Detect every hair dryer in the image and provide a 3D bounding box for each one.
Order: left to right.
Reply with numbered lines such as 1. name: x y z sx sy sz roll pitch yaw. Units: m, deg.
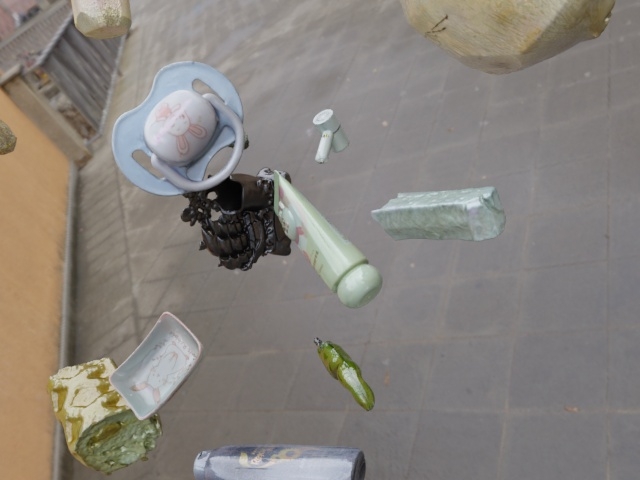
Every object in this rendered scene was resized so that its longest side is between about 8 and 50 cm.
1. hair dryer: 0.016 -0.192 1.253 0.047 0.082 0.137 -15 39 26

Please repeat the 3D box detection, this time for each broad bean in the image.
1. broad bean: 0.041 0.235 1.153 0.048 0.070 0.213 -24 30 -13

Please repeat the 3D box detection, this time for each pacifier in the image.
1. pacifier: -0.285 -0.222 1.303 0.287 0.238 0.226 -54 19 -3

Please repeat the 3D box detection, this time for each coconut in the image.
1. coconut: -0.447 -0.484 1.278 0.116 0.122 0.116 -10 2 0
2. coconut: 0.325 -0.459 1.045 0.346 0.360 0.346 -58 6 9

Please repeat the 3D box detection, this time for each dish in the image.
1. dish: -0.357 0.288 1.424 0.151 0.077 0.212 38 86 29

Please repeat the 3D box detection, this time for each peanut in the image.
1. peanut: -0.784 -0.259 1.395 0.087 0.207 0.087 -44 29 32

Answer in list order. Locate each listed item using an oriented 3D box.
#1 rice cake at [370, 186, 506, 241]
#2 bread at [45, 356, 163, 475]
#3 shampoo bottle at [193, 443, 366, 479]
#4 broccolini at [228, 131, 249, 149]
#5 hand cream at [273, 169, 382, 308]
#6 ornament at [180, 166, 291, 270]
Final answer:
1. rice cake: 0.173 -0.035 0.906 0.063 0.069 0.206 -40 23 -33
2. bread: -0.530 0.425 1.538 0.239 0.196 0.252 -8 28 -27
3. shampoo bottle: -0.059 0.309 0.842 0.234 0.049 0.087 -5 16 20
4. broccolini: -0.306 -0.267 1.648 0.051 0.239 0.054 143 127 -74
5. hand cream: 0.000 0.000 1.230 0.093 0.147 0.306 -31 64 -21
6. ornament: -0.195 -0.044 1.444 0.260 0.251 0.106 -21 29 -39
